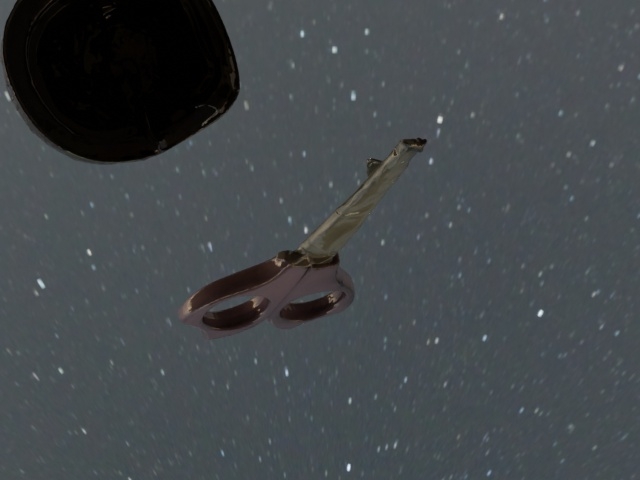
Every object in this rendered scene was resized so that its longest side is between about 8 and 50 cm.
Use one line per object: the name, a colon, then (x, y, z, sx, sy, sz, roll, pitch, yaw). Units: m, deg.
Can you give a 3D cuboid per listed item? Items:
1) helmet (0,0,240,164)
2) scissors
helmet: (-0.158, -0.130, 0.933, 0.177, 0.107, 0.153, -25, -85, -24)
scissors: (0.000, 0.001, 0.669, 0.110, 0.212, 0.021, -4, -119, -31)
